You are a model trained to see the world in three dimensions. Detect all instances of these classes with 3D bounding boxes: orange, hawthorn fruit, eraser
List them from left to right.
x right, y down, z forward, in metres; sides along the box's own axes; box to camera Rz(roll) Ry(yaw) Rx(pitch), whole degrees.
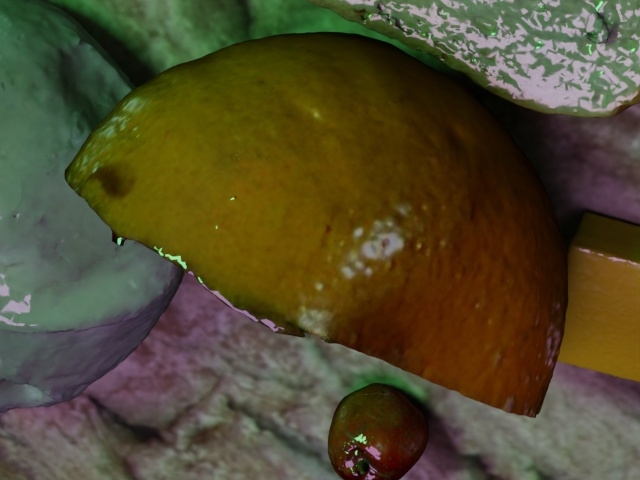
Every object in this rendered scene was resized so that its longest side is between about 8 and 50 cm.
[{"bbox_3d":[0.002,-0.001,1.152,0.310,0.274,0.274,-9,130,-24],"label":"orange"},{"bbox_3d":[0.038,0.141,1.362,0.077,0.077,0.077,10,125,14],"label":"hawthorn fruit"},{"bbox_3d":[0.214,0.045,1.248,0.122,0.045,0.097,16,126,9],"label":"eraser"}]

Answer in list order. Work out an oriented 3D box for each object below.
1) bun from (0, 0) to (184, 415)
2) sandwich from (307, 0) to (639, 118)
[{"bbox_3d":[-0.262,-0.016,1.291,0.354,0.194,0.354,10,128,13],"label":"bun"},{"bbox_3d":[0.131,-0.212,1.075,0.249,0.095,0.273,26,127,-2],"label":"sandwich"}]
